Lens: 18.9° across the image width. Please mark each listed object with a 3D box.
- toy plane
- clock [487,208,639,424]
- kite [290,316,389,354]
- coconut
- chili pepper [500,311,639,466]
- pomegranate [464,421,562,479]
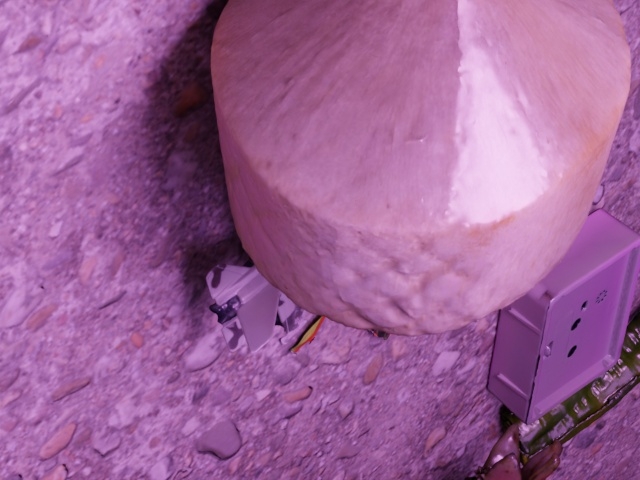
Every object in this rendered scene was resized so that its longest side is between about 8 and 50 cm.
[{"bbox_3d":[-0.016,-0.001,1.533,0.234,0.082,0.160,-50,143,-31],"label":"toy plane"},{"bbox_3d":[0.249,0.079,1.973,0.150,0.063,0.197,-31,145,-29],"label":"clock"},{"bbox_3d":[0.031,0.026,1.676,0.183,0.014,0.241,-50,150,5],"label":"kite"},{"bbox_3d":[0.070,-0.099,1.333,0.329,0.329,0.329,-33,146,-26],"label":"coconut"},{"bbox_3d":[0.343,0.127,2.152,0.359,0.076,0.085,-35,122,-23],"label":"chili pepper"},{"bbox_3d":[0.142,0.361,1.980,0.291,0.291,0.323,-26,115,-35],"label":"pomegranate"}]
